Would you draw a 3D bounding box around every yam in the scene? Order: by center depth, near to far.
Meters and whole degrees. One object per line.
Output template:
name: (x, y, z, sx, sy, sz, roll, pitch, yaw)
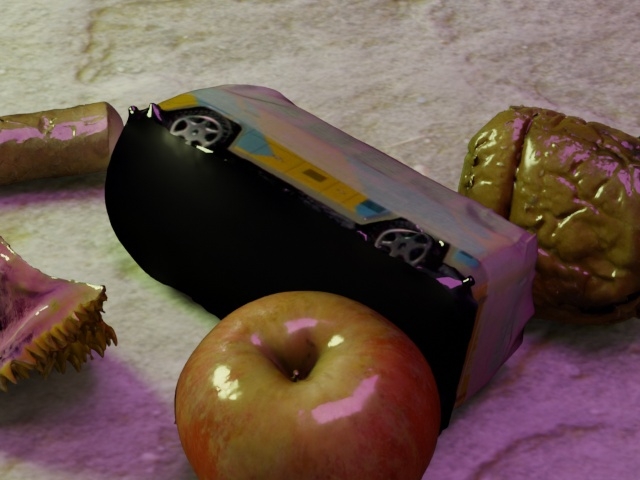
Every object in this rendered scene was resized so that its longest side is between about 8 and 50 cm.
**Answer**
yam: (-0.354, -0.077, 1.684, 0.356, 0.081, 0.081, -8, 40, -16)

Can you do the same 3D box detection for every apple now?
apple: (-0.011, 0.137, 1.403, 0.209, 0.164, 0.209, -4, 41, 4)

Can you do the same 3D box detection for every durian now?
durian: (-0.301, 0.051, 1.493, 0.186, 0.154, 0.260, -36, 58, -14)

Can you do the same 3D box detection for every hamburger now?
hamburger: (0.219, -0.016, 1.606, 0.206, 0.183, 0.130, 12, 11, 6)

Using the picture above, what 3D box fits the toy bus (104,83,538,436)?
toy bus: (0.000, 0.000, 1.585, 0.386, 0.171, 0.162, 30, 33, 27)
